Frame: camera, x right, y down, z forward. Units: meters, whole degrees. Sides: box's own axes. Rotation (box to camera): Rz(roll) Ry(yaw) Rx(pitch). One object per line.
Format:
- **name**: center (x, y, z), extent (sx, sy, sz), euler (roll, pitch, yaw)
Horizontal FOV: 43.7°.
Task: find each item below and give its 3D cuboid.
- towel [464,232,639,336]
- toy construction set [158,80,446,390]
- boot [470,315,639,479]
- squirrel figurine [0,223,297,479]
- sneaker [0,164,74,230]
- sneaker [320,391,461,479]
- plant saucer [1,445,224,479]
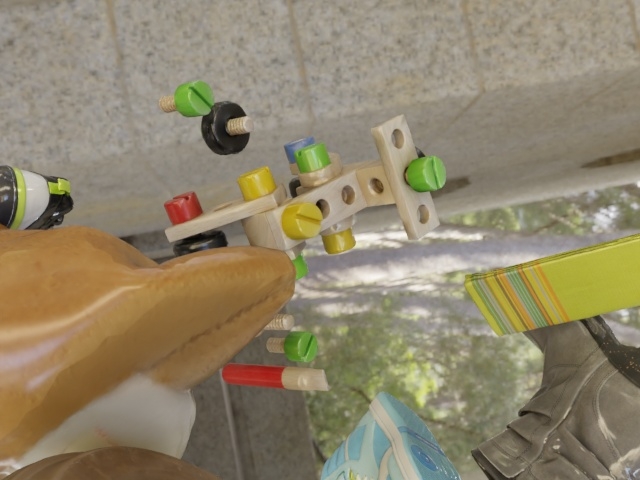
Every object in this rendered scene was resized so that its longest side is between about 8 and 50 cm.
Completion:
- **towel**: center (0.282, 0.045, 0.857), extent (0.102, 0.237, 0.021), euler (52, 33, -34)
- **toy construction set**: center (0.000, 0.000, 0.823), extent (0.257, 0.237, 0.308), euler (4, 85, -50)
- **boot**: center (0.256, 0.185, 0.913), extent (0.118, 0.223, 0.338), euler (52, -1, -19)
- **squirrel figurine**: center (-0.290, 0.069, 0.570), extent (0.370, 0.397, 0.281), euler (32, -67, 39)
- **sneaker**: center (-0.324, -0.013, 0.849), extent (0.235, 0.097, 0.084), euler (-23, -107, 53)
- **sneaker**: center (0.100, 0.393, 1.260), extent (0.127, 0.208, 0.319), euler (38, 6, -13)
- **plant saucer**: center (-0.044, 0.197, 0.391), extent (0.278, 0.041, 0.278), euler (39, 5, -4)
